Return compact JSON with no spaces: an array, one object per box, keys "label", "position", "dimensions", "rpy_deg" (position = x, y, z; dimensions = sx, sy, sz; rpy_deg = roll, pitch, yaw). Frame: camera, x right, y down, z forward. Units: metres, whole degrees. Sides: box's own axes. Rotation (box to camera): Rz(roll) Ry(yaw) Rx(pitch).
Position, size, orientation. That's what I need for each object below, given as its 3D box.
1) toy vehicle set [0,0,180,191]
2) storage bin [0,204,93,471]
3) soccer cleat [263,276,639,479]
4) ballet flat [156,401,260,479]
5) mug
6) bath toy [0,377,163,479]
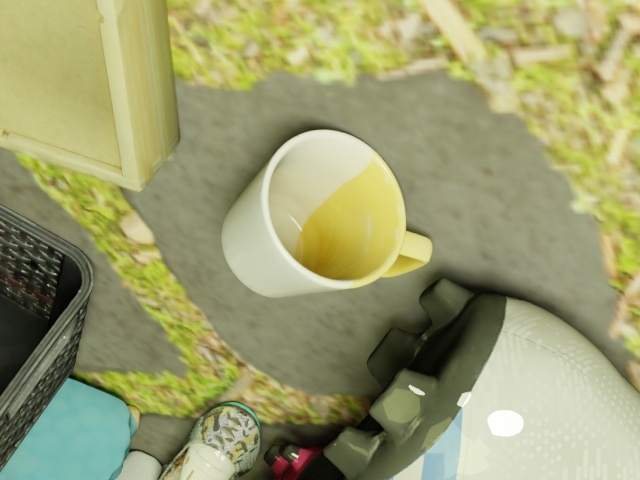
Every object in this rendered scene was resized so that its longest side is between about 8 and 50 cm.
[{"label":"toy vehicle set","position":[-0.141,-0.142,0.483],"dimensions":[0.166,0.035,0.266],"rpy_deg":[19,141,16]},{"label":"storage bin","position":[-0.218,0.033,0.664],"dimensions":[0.180,0.122,0.084],"rpy_deg":[29,143,2]},{"label":"soccer cleat","position":[0.040,0.144,0.618],"dimensions":[0.143,0.116,0.331],"rpy_deg":[34,143,-3]},{"label":"ballet flat","position":[-0.064,0.128,0.736],"dimensions":[0.041,0.041,0.114],"rpy_deg":[34,143,-3]},{"label":"mug","position":[-0.003,0.001,0.535],"dimensions":[0.078,0.062,0.064],"rpy_deg":[47,149,-10]},{"label":"bath toy","position":[-0.166,0.225,0.845],"dimensions":[0.151,0.129,0.348],"rpy_deg":[14,141,21]}]
